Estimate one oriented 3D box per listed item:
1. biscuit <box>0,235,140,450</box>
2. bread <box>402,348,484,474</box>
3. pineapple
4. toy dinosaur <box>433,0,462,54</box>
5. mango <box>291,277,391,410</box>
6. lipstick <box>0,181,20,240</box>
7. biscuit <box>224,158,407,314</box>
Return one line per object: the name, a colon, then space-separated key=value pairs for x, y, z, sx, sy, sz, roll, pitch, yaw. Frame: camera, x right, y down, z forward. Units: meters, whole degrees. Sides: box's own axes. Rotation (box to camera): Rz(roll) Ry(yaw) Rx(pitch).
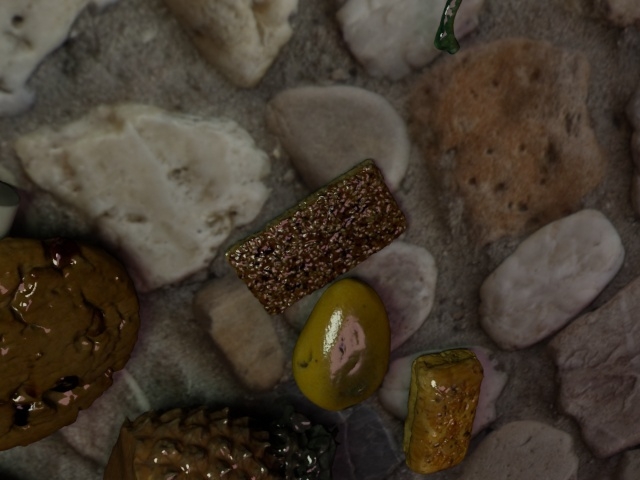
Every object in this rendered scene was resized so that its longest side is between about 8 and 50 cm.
biscuit: x=-0.337 y=0.128 z=0.836 sx=0.296 sy=0.075 sz=0.295 roll=-26 pitch=138 yaw=-26
bread: x=0.190 y=0.271 z=1.145 sx=0.114 sy=0.083 sz=0.210 roll=-10 pitch=122 yaw=-19
pineapple: x=-0.107 y=0.330 z=1.015 sx=0.358 sy=0.223 sz=0.222 roll=1 pitch=118 yaw=-32
toy dinosaur: x=0.206 y=-0.449 z=0.750 sx=0.301 sy=0.087 sz=0.447 roll=-22 pitch=120 yaw=-6
mango: x=0.031 y=0.144 z=1.010 sx=0.137 sy=0.098 sz=0.195 roll=-2 pitch=114 yaw=-14
lipstick: x=-0.410 y=0.053 z=0.817 sx=0.070 sy=0.070 sz=0.254 roll=19 pitch=110 yaw=-27
biscuit: x=0.000 y=0.000 z=0.960 sx=0.231 sy=0.025 sz=0.131 roll=-34 pitch=124 yaw=1
